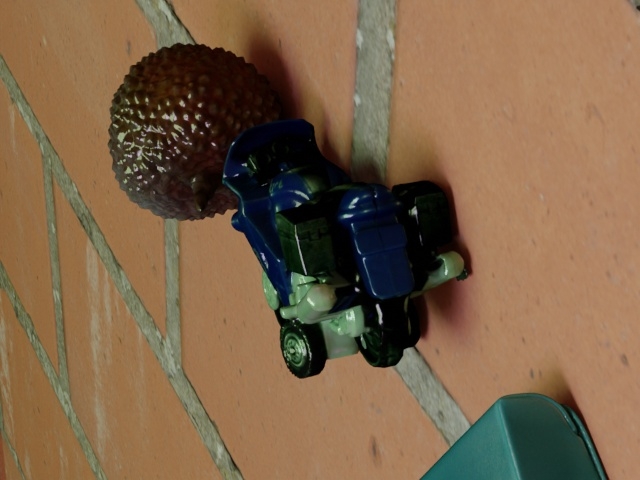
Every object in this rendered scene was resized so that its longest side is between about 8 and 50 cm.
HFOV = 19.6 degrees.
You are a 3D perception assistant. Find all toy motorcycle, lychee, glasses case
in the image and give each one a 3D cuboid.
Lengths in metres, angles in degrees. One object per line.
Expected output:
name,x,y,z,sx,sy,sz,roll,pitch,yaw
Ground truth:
toy motorcycle,0.000,0.000,1.489,0.331,0.125,0.196,-169,66,-73
lychee,-0.108,-0.089,1.642,0.165,0.165,0.197,100,158,-48
glasses case,0.126,0.211,1.367,0.301,0.070,0.117,118,140,-65
